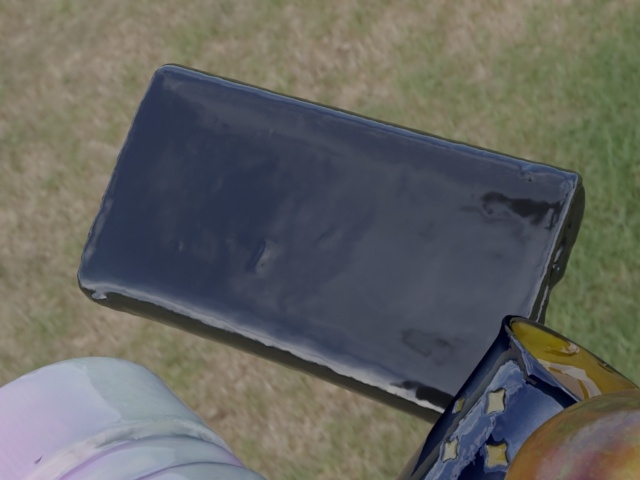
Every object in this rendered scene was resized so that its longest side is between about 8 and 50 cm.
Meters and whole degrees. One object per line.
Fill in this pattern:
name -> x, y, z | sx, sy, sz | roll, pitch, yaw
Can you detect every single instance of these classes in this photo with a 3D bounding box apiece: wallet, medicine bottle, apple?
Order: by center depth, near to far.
apple -> 0.119, 0.099, 0.535 | 0.114, 0.102, 0.099 | 42, 63, 0
medicine bottle -> -0.079, 0.237, 0.915 | 0.212, 0.212, 0.325 | -44, 50, -10
wallet -> 0.000, 0.000, 1.331 | 0.406, 0.062, 0.228 | 18, 84, 25

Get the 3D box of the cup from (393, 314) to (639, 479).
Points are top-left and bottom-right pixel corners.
cup -> 0.145, 0.224, 1.083 | 0.256, 0.178, 0.255 | -56, 37, 11
